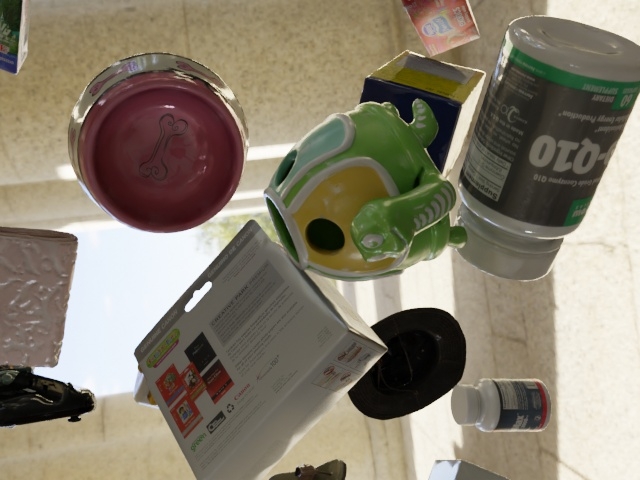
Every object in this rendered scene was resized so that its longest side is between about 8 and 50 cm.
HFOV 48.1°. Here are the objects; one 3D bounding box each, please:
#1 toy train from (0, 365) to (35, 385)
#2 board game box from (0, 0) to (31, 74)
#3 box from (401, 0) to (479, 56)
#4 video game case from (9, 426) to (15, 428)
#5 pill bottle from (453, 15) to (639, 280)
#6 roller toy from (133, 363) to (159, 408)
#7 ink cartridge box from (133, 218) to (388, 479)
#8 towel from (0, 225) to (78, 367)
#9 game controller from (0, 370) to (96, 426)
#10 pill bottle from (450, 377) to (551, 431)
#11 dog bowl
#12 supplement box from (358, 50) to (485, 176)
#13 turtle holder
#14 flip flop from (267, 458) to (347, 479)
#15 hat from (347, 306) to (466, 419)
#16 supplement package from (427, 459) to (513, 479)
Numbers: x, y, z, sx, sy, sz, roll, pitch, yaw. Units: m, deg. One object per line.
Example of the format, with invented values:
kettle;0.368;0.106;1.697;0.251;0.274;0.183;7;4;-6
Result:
toy train;-0.798;0.323;1.592;0.190;0.333;0.142;55;138;45
board game box;-0.715;-0.493;1.357;0.318;0.318;0.066;129;155;-53
box;0.262;-0.538;1.615;0.257;0.128;0.123;29;-135;-65
video game case;-0.854;0.375;1.878;0.022;0.173;0.191;1;-78;-71
pill bottle;0.327;-0.132;1.082;0.204;0.204;0.361;-104;21;-54
roller toy;-0.413;0.351;1.900;0.191;0.146;0.209;135;148;-56
ink cartridge box;-0.104;0.169;1.099;0.272;0.309;0.130;49;-171;36
towel;-0.682;0.115;1.478;0.053;0.316;0.332;-116;39;-56
game controller;-0.494;0.265;1.184;0.319;0.166;0.067;-8;93;53
pill bottle;0.362;0.333;1.455;0.108;0.180;0.108;-177;90;-76
dog bowl;-0.345;-0.196;1.583;0.150;0.407;0.408;-129;32;-63
supplement box;0.208;-0.257;1.514;0.356;0.194;0.195;-48;-26;-60
turtle holder;0.062;-0.039;0.970;0.243;0.227;0.320;77;165;-44
flip flop;-0.049;0.630;1.875;0.080;0.277;0.112;43;-138;-36
hat;0.200;0.290;1.825;0.134;0.331;0.332;-131;34;-65
supplement package;0.239;0.471;1.152;0.203;0.149;0.194;99;-166;-73
